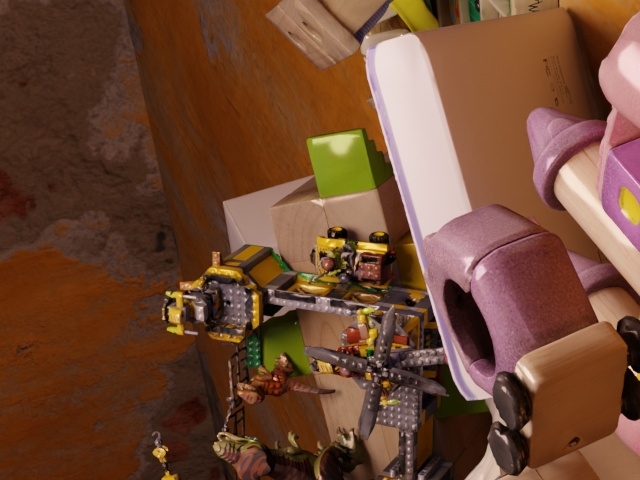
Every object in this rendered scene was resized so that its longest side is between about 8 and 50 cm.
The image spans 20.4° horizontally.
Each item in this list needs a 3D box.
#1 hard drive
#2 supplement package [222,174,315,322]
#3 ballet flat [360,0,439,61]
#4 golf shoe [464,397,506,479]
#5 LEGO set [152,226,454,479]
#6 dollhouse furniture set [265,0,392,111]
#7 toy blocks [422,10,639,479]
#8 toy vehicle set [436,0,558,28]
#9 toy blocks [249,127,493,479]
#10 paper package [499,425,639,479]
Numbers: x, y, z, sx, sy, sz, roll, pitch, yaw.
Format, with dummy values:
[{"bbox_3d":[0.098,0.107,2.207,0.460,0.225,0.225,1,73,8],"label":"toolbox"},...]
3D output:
[{"bbox_3d":[0.129,-0.038,1.143,0.318,0.040,0.210,-23,-82,-65],"label":"hard drive"},{"bbox_3d":[0.000,0.000,1.895,0.105,0.179,0.105,-121,19,-49],"label":"supplement package"},{"bbox_3d":[0.078,-0.167,1.552,0.231,0.077,0.077,-120,18,-49],"label":"ballet flat"},{"bbox_3d":[0.177,0.178,1.315,0.140,0.115,0.306,-11,72,62],"label":"golf shoe"},{"bbox_3d":[-0.022,0.169,1.356,0.192,0.255,0.331,-35,-43,-61],"label":"LEGO set"},{"bbox_3d":[0.073,-0.162,1.383,0.183,0.129,0.129,44,172,-8],"label":"dollhouse furniture set"},{"bbox_3d":[0.156,0.007,0.857,0.260,0.309,0.289,56,160,37],"label":"toy blocks"},{"bbox_3d":[0.126,-0.237,1.335,0.166,0.035,0.267,-122,19,-52],"label":"toy vehicle set"},{"bbox_3d":[0.082,0.067,1.541,0.261,0.190,0.381,-38,-64,-64],"label":"toy blocks"},{"bbox_3d":[0.254,0.287,1.149,0.309,0.168,0.325,-128,23,-63],"label":"paper package"}]
